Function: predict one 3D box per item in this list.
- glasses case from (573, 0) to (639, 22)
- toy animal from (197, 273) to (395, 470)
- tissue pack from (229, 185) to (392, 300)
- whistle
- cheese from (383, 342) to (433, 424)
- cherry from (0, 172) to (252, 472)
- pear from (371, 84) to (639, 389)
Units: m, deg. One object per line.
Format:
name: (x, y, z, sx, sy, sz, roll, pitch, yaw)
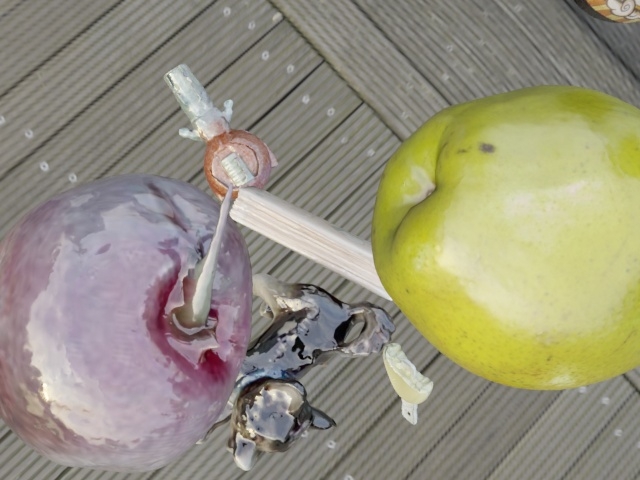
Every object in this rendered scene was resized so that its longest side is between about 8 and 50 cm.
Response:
glasses case: (0.287, -0.354, 0.733, 0.122, 0.082, 0.321, 11, 91, -37)
toy animal: (-0.054, 0.219, 1.383, 0.303, 0.194, 0.344, 10, 62, 30)
tissue pack: (0.000, 0.000, 1.518, 0.325, 0.170, 0.071, 27, 99, 2)
whistle: (-0.209, -0.212, 1.749, 0.142, 0.134, 0.346, -30, 99, 23)
cheese: (0.192, 0.328, 1.823, 0.050, 0.235, 0.127, -37, 55, -25)
cherry: (-0.148, 0.056, 0.602, 0.183, 0.266, 0.213, 32, 65, -36)
pear: (0.196, -0.001, 0.739, 0.294, 0.294, 0.294, 2, 82, -11)
